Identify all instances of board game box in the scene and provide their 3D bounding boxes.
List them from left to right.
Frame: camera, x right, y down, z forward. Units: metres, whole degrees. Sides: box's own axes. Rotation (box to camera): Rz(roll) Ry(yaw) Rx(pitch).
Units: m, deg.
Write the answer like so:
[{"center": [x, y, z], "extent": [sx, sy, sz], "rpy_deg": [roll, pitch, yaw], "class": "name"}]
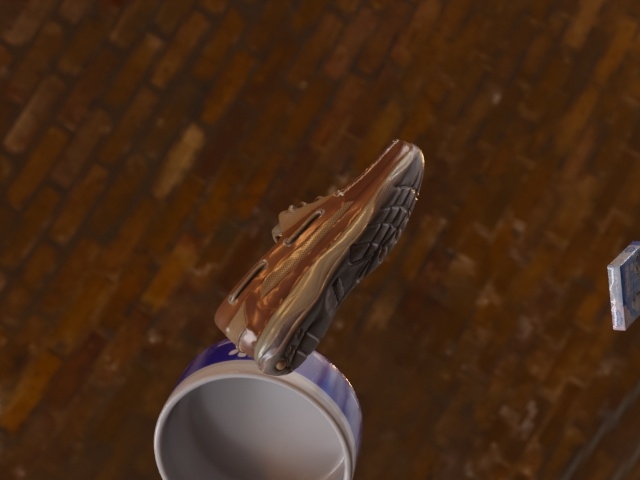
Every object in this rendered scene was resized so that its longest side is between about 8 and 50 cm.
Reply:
[{"center": [0.402, 0.058, 2.148], "extent": [0.090, 0.020, 0.090], "rpy_deg": [-34, -58, -51], "class": "board game box"}]

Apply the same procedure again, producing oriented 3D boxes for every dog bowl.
[{"center": [-0.079, 0.259, 2.171], "extent": [0.104, 0.265, 0.265], "rpy_deg": [-67, -12, -60], "class": "dog bowl"}]

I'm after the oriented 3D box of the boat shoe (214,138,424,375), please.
[{"center": [0.000, 0.000, 1.865], "extent": [0.324, 0.116, 0.123], "rpy_deg": [-50, -23, -23], "class": "boat shoe"}]
